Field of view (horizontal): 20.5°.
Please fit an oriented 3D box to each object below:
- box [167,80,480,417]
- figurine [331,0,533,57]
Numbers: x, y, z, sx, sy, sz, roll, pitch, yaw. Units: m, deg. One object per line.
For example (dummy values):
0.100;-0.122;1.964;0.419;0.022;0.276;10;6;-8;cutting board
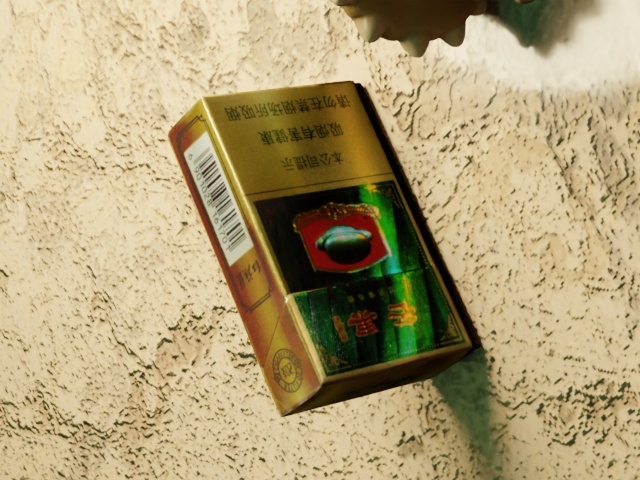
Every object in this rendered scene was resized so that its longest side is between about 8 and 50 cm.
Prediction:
0.000;0.000;1.332;0.071;0.159;0.240;-39;69;45;box
0.078;-0.211;1.227;0.247;0.177;0.173;30;94;29;figurine
